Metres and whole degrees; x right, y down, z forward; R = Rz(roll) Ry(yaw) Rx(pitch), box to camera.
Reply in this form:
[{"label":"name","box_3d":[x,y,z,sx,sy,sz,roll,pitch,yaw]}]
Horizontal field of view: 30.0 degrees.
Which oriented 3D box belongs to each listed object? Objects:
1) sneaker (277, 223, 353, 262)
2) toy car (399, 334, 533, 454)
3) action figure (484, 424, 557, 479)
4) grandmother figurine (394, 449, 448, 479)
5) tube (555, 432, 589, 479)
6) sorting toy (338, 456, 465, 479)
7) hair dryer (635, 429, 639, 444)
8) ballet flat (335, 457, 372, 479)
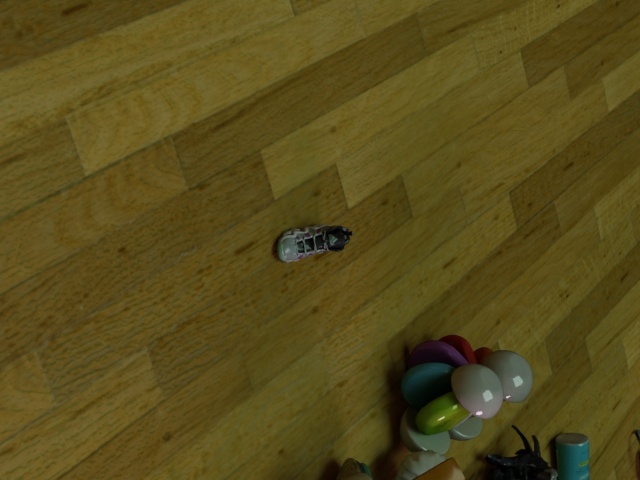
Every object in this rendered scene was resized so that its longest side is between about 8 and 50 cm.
[{"label":"sneaker","box_3d":[0.000,0.000,1.399,0.098,0.069,0.038,-26,108,-48]},{"label":"toy car","box_3d":[0.175,0.190,1.570,0.182,0.159,0.136,-14,65,-49]},{"label":"action figure","box_3d":[0.294,0.405,1.693,0.164,0.141,0.275,32,67,-41]},{"label":"grandmother figurine","box_3d":[0.131,0.432,1.474,0.208,0.104,0.342,9,75,-21]},{"label":"tube","box_3d":[0.404,0.412,1.902,0.080,0.052,0.207,-17,108,-43]},{"label":"sorting toy","box_3d":[0.052,0.380,1.319,0.307,0.041,0.229,-26,81,-18]},{"label":"hair dryer","box_3d":[0.624,0.496,2.135,0.293,0.080,0.223,51,52,-37]},{"label":"ballet flat","box_3d":[0.040,0.428,1.378,0.123,0.123,0.348,10,59,-50]}]
